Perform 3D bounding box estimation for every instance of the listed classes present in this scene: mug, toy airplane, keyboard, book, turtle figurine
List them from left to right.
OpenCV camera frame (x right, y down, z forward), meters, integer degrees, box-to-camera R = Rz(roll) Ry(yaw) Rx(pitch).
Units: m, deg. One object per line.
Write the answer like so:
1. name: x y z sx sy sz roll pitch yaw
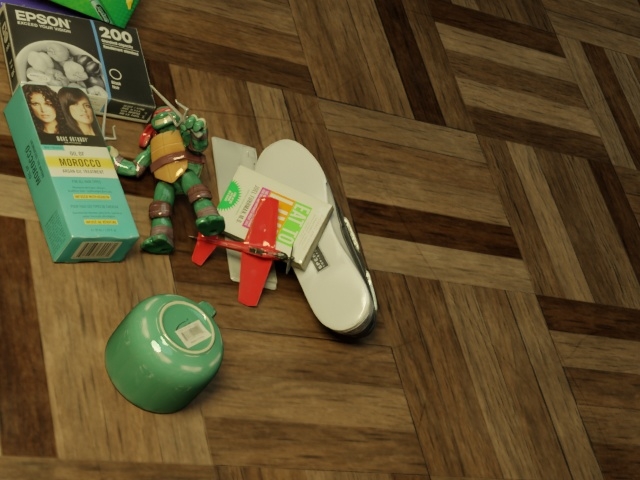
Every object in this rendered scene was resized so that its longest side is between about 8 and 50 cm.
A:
1. turtle figurine: -0.202 -0.107 1.813 0.118 0.175 0.234 15 53 -53
2. mug: -0.182 0.119 1.660 0.130 0.097 0.157 20 45 -24
3. toy airplane: -0.107 0.007 1.824 0.151 0.151 0.028 49 6 7
4. keyboard: -0.109 -0.042 1.931 0.072 0.014 0.256 10 49 -26
5. book: -0.066 -0.032 1.864 0.144 0.035 0.096 23 78 15

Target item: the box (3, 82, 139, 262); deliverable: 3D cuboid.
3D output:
1. box: -0.321 -0.088 1.760 0.101 0.060 0.244 -1 56 -39

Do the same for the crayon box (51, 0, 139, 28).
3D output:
1. crayon box: -0.349 -0.442 2.002 0.165 0.081 0.278 19 37 -24

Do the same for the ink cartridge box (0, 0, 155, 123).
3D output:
1. ink cartridge box: -0.345 -0.267 1.912 0.206 0.045 0.208 7 50 -35

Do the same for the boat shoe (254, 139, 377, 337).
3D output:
1. boat shoe: 0.000 0.000 1.915 0.301 0.108 0.102 62 8 21
